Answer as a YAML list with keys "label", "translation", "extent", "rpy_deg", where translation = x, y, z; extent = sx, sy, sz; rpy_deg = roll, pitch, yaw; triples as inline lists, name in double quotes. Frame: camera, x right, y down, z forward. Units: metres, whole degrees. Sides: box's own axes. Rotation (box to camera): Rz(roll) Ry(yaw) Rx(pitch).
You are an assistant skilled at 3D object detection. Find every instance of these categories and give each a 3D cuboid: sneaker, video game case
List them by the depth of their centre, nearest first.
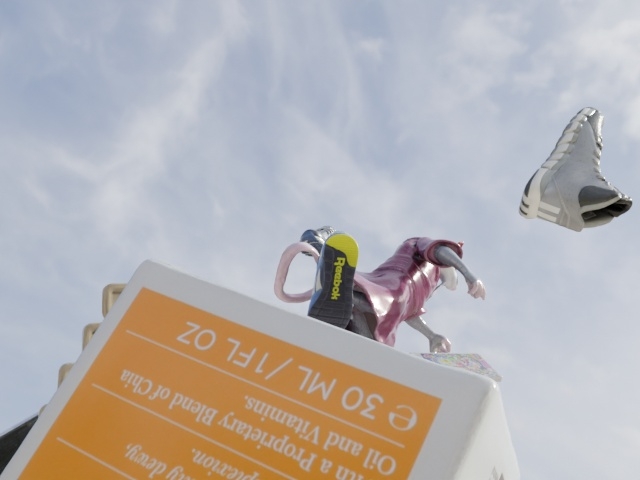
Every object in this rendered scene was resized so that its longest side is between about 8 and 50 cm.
- label: "sneaker"
  translation: [0.016, 0.055, 0.939]
  extent: [0.053, 0.059, 0.144]
  rpy_deg: [12, -73, -8]
- label: "sneaker"
  translation: [0.387, -0.090, 1.084]
  extent: [0.132, 0.229, 0.086]
  rpy_deg: [27, -30, 23]
- label: "video game case"
  translation: [0.209, 0.197, 1.192]
  extent: [0.121, 0.087, 0.011]
  rpy_deg: [2, -74, -15]
- label: "sneaker"
  translation: [0.000, 0.000, 1.268]
  extent: [0.052, 0.058, 0.135]
  rpy_deg: [0, -18, 18]

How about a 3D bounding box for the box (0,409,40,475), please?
- label: "box"
  translation: [-0.268, 0.267, 0.732]
  extent: [0.045, 0.190, 0.184]
  rpy_deg: [-15, -78, 61]

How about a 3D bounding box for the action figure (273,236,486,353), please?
- label: "action figure"
  translation: [0.117, 0.087, 1.284]
  extent: [0.275, 0.370, 0.248]
  rpy_deg: [35, -48, 15]

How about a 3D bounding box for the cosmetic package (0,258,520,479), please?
- label: "cosmetic package"
  translation: [-0.091, 0.256, 0.375]
  extent: [0.230, 0.453, 0.161]
  rpy_deg: [16, -26, 28]

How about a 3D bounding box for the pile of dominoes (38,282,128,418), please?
- label: "pile of dominoes"
  translation: [-0.132, 0.160, 0.604]
  extent: [0.196, 0.251, 0.040]
  rpy_deg: [30, -16, -26]
